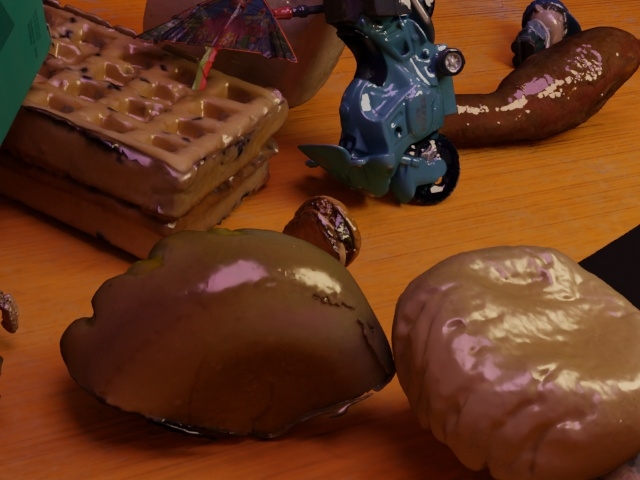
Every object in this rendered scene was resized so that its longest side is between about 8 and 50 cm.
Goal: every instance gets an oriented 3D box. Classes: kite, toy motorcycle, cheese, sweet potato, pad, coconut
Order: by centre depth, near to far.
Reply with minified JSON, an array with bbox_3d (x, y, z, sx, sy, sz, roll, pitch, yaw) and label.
[{"bbox_3d":[0.173,0.098,1.171,0.226,0.117,0.214,-6,37,-23],"label":"cheese"},{"bbox_3d":[-0.098,-0.206,1.485,0.190,0.010,0.159,11,53,24],"label":"kite"},{"bbox_3d":[0.056,-0.162,1.533,0.182,0.272,0.123,-13,9,-28],"label":"toy motorcycle"},{"bbox_3d":[0.382,0.042,1.551,0.181,0.004,0.267,32,35,27],"label":"pad"},{"bbox_3d":[-0.086,-0.261,1.646,0.241,0.241,0.241,10,31,-6],"label":"coconut"},{"bbox_3d":[0.244,-0.166,1.742,0.385,0.109,0.109,-25,47,-31],"label":"sweet potato"}]

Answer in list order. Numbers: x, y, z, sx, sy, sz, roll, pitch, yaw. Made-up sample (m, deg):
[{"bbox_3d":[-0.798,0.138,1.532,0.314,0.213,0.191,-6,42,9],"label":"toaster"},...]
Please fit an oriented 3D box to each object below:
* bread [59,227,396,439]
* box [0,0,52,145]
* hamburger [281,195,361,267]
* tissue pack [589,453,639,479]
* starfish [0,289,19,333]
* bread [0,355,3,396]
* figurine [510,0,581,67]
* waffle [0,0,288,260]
[{"bbox_3d":[-0.063,0.058,1.185,0.260,0.156,0.158,15,26,-33],"label":"bread"},{"bbox_3d":[-0.335,-0.144,1.216,0.118,0.205,0.311,11,50,7],"label":"box"},{"bbox_3d":[0.000,0.000,1.378,0.044,0.083,0.076,-26,83,-40],"label":"hamburger"},{"bbox_3d":[0.232,0.181,1.209,0.108,0.060,0.148,13,30,2],"label":"tissue pack"},{"bbox_3d":[-0.350,0.037,1.211,0.209,0.053,0.150,29,29,26],"label":"starfish"},{"bbox_3d":[-0.283,0.122,1.095,0.110,0.060,0.066,-27,81,-48],"label":"bread"},{"bbox_3d":[0.288,-0.272,1.970,0.079,0.077,0.136,15,39,37],"label":"figurine"},{"bbox_3d":[-0.245,-0.133,1.468,0.376,0.114,0.261,24,33,15],"label":"waffle"}]
